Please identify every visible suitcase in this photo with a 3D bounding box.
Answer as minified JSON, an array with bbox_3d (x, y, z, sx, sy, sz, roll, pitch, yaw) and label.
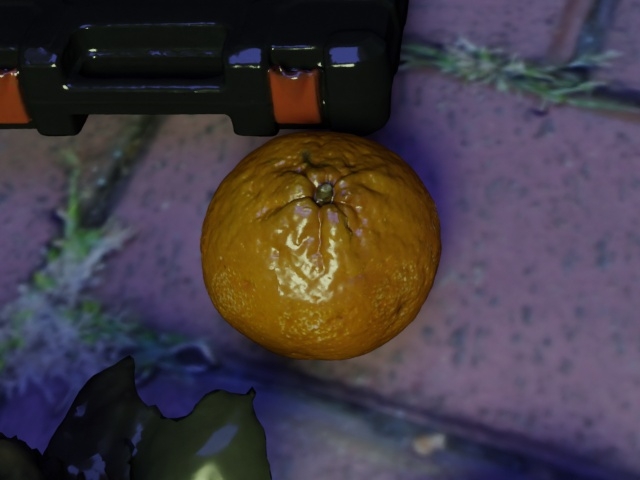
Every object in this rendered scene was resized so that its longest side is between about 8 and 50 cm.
[{"bbox_3d":[-0.087,-0.145,0.822,0.285,0.066,0.206,1,41,10],"label":"suitcase"}]

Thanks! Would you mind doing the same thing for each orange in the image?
[{"bbox_3d":[0.001,-0.002,0.713,0.135,0.117,0.136,7,45,-7],"label":"orange"}]

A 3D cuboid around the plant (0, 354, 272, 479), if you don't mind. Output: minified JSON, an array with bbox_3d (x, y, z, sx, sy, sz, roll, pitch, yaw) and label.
[{"bbox_3d":[-0.146,0.186,0.560,0.213,0.215,0.312,-18,4,41],"label":"plant"}]
